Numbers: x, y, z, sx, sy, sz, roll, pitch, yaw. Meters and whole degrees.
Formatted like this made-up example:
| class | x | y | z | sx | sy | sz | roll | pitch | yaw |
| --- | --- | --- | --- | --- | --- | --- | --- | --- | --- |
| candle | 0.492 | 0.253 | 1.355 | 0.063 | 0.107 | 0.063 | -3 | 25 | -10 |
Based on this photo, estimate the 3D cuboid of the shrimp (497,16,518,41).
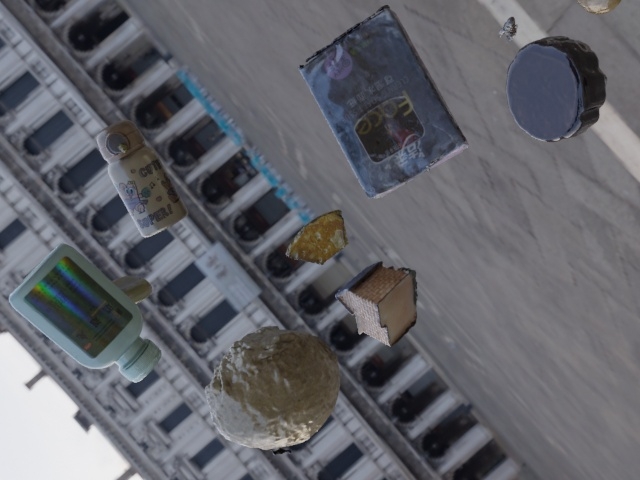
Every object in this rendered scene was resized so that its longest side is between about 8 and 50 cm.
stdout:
| class | x | y | z | sx | sy | sz | roll | pitch | yaw |
| --- | --- | --- | --- | --- | --- | --- | --- | --- | --- |
| shrimp | 0.447 | -0.496 | 1.796 | 0.038 | 0.029 | 0.092 | 35 | 172 | 2 |

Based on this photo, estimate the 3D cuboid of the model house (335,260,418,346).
| class | x | y | z | sx | sy | sz | roll | pitch | yaw |
| --- | --- | --- | --- | --- | --- | --- | --- | --- | --- |
| model house | 0.144 | 0.157 | 1.991 | 0.172 | 0.166 | 0.183 | 19 | 137 | 37 |

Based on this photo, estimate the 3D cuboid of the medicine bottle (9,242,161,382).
| class | x | y | z | sx | sy | sz | roll | pitch | yaw |
| --- | --- | --- | --- | --- | --- | --- | --- | --- | --- |
| medicine bottle | -0.345 | 0.120 | 1.152 | 0.229 | 0.121 | 0.083 | 46 | 165 | -17 |

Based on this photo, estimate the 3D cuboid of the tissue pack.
| class | x | y | z | sx | sy | sz | roll | pitch | yaw |
| --- | --- | --- | --- | --- | --- | --- | --- | --- | --- |
| tissue pack | 0.143 | -0.304 | 1.722 | 0.361 | 0.259 | 0.122 | 63 | -159 | 5 |

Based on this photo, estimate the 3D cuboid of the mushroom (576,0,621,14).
| class | x | y | z | sx | sy | sz | roll | pitch | yaw |
| --- | --- | --- | --- | --- | --- | --- | --- | --- | --- |
| mushroom | 0.517 | -0.520 | 1.428 | 0.128 | 0.128 | 0.350 | 50 | -148 | -16 |

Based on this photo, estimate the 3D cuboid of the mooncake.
| class | x | y | z | sx | sy | sz | roll | pitch | yaw |
| --- | --- | --- | --- | --- | --- | --- | --- | --- | --- |
| mooncake | 0.642 | -0.413 | 2.062 | 0.283 | 0.141 | 0.283 | 36 | 136 | 43 |

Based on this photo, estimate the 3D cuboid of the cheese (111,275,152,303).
| class | x | y | z | sx | sy | sz | roll | pitch | yaw |
| --- | --- | --- | --- | --- | --- | --- | --- | --- | --- |
| cheese | -0.409 | 0.119 | 1.414 | 0.097 | 0.192 | 0.038 | 7 | 117 | 40 |

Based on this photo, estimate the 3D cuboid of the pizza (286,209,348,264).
| class | x | y | z | sx | sy | sz | roll | pitch | yaw |
| --- | --- | --- | --- | --- | --- | --- | --- | --- | --- |
| pizza | 0.000 | 0.000 | 1.719 | 0.099 | 0.160 | 0.036 | 49 | -179 | 9 |

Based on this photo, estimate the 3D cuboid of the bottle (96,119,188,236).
| class | x | y | z | sx | sy | sz | roll | pitch | yaw |
| --- | --- | --- | --- | --- | --- | --- | --- | --- | --- |
| bottle | -0.332 | -0.116 | 1.388 | 0.209 | 0.097 | 0.110 | 63 | 179 | -12 |

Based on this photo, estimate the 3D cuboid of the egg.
| class | x | y | z | sx | sy | sz | roll | pitch | yaw |
| --- | --- | --- | --- | --- | --- | --- | --- | --- | --- |
| egg | -0.098 | 0.323 | 1.679 | 0.279 | 0.310 | 0.279 | 25 | 124 | 44 |
